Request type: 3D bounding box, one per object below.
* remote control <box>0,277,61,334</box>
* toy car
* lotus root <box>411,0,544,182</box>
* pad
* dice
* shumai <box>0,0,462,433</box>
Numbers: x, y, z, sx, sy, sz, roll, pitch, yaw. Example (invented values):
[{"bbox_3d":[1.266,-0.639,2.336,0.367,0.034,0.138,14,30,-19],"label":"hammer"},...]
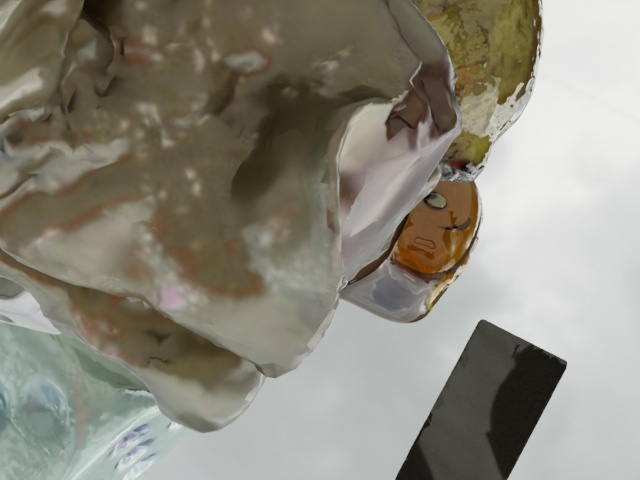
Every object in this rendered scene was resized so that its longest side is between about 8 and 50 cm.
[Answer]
[{"bbox_3d":[-0.075,-0.079,0.710,0.103,0.034,0.250,7,-114,54],"label":"remote control"},{"bbox_3d":[0.000,0.000,1.738,0.240,0.341,0.271,27,-139,-15],"label":"toy car"},{"bbox_3d":[0.098,-0.145,1.218,0.138,0.214,0.138,-5,172,-1],"label":"lotus root"},{"bbox_3d":[0.176,0.202,1.910,0.143,0.211,0.003,27,178,45],"label":"pad"},{"bbox_3d":[-0.298,0.153,2.012,0.268,0.262,0.264,49,-150,12],"label":"dice"},{"bbox_3d":[-0.074,-0.029,0.493,0.184,0.185,0.218,-27,-179,-33],"label":"shumai"}]
